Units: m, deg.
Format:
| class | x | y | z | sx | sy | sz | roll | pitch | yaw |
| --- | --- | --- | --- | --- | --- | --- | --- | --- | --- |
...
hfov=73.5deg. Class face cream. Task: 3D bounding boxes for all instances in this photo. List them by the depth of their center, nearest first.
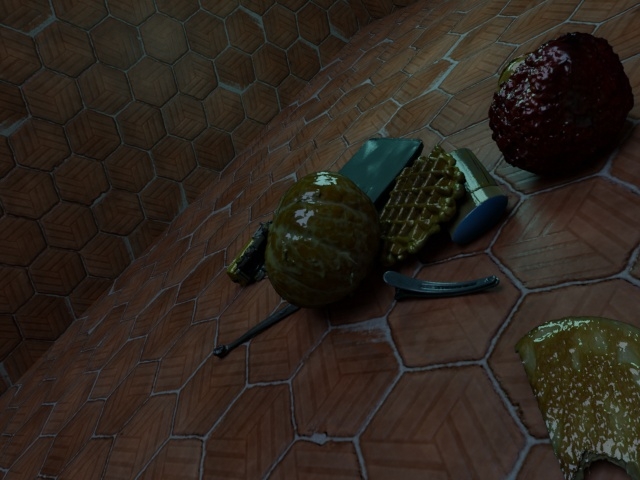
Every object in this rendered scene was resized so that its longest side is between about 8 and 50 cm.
| class | x | y | z | sx | sy | sz | roll | pitch | yaw |
| --- | --- | --- | --- | --- | --- | --- | --- | --- | --- |
| face cream | 0.327 | -0.112 | 0.990 | 0.139 | 0.067 | 0.285 | -36 | 27 | 21 |

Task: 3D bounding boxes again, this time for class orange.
| class | x | y | z | sx | sy | sz | roll | pitch | yaw |
| --- | --- | --- | --- | --- | --- | --- | --- | --- | --- |
| orange | 0.000 | 0.000 | 1.020 | 0.329 | 0.249 | 0.330 | -158 | 90 | -81 |

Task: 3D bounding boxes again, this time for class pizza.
| class | x | y | z | sx | sy | sz | roll | pitch | yaw |
| --- | --- | --- | --- | --- | --- | --- | --- | --- | --- |
| pizza | 0.357 | 0.200 | 0.546 | 0.181 | 0.034 | 0.262 | -25 | 32 | 30 |

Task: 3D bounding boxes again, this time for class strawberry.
| class | x | y | z | sx | sy | sz | roll | pitch | yaw |
| --- | --- | --- | --- | --- | --- | --- | --- | --- | --- |
| strawberry | 0.468 | -0.285 | 0.861 | 0.274 | 0.220 | 0.274 | -16 | 56 | 25 |

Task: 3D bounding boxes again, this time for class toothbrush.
| class | x | y | z | sx | sy | sz | roll | pitch | yaw |
| --- | --- | --- | --- | --- | --- | --- | --- | --- | --- |
| toothbrush | -0.173 | 0.240 | 1.165 | 0.297 | 0.030 | 0.030 | -33 | 55 | 13 |

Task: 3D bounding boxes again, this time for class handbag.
| class | x | y | z | sx | sy | sz | roll | pitch | yaw |
| --- | --- | --- | --- | --- | --- | --- | --- | --- | --- |
| handbag | 0.164 | -0.182 | 1.271 | 0.274 | 0.100 | 0.268 | -50 | 33 | -14 |

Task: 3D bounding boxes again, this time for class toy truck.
| class | x | y | z | sx | sy | sz | roll | pitch | yaw |
| --- | --- | --- | --- | --- | --- | --- | --- | --- | --- |
| toy truck | -0.214 | 0.042 | 1.422 | 0.114 | 0.098 | 0.227 | -7 | 45 | 56 |

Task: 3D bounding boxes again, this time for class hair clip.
| class | x | y | z | sx | sy | sz | roll | pitch | yaw |
| --- | --- | --- | --- | --- | --- | --- | --- | --- | --- |
| hair clip | 0.238 | 0.088 | 0.847 | 0.229 | 0.070 | 0.039 | -6 | 40 | 37 |

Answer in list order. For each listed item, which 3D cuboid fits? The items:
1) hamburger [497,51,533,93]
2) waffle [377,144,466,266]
| class | x | y | z | sx | sy | sz | roll | pitch | yaw |
| --- | --- | --- | --- | --- | --- | --- | --- | --- | --- |
| hamburger | 0.510 | -0.375 | 1.037 | 0.162 | 0.162 | 0.115 | -23 | 21 | 31 |
| waffle | 0.216 | -0.082 | 1.014 | 0.301 | 0.058 | 0.282 | -53 | 21 | 15 |
